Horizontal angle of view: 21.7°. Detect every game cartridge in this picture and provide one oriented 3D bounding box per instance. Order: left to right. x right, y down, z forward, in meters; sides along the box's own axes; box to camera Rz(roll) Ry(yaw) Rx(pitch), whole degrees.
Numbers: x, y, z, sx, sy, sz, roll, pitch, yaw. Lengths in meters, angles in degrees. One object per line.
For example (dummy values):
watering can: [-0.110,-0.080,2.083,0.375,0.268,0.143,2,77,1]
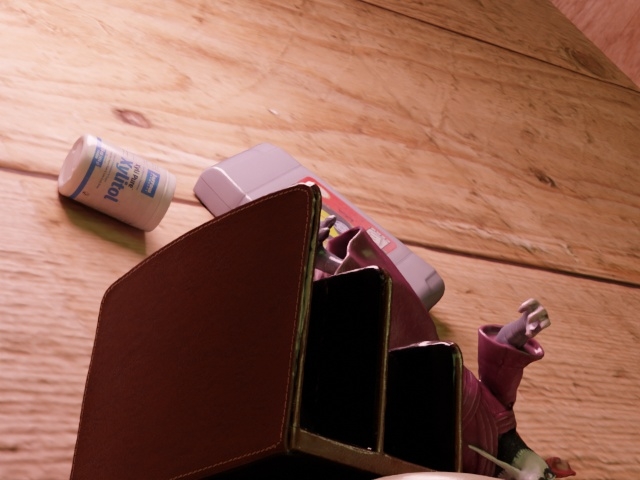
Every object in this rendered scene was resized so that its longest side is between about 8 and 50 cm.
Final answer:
game cartridge: [0.000,0.000,1.937,0.294,0.060,0.196,38,27,7]

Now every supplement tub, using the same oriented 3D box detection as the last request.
supplement tub: [-0.212,-0.060,1.735,0.107,0.071,0.071,24,25,-21]

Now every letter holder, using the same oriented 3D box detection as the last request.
letter holder: [-0.044,0.103,1.260,0.152,0.302,0.214,20,61,-32]

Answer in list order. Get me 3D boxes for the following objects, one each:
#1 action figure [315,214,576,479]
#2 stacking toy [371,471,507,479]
action figure: [0.091,0.164,1.656,0.370,0.248,0.276,41,-23,-18]
stacking toy: [0.043,0.401,0.984,0.351,0.350,0.480,35,40,1]
